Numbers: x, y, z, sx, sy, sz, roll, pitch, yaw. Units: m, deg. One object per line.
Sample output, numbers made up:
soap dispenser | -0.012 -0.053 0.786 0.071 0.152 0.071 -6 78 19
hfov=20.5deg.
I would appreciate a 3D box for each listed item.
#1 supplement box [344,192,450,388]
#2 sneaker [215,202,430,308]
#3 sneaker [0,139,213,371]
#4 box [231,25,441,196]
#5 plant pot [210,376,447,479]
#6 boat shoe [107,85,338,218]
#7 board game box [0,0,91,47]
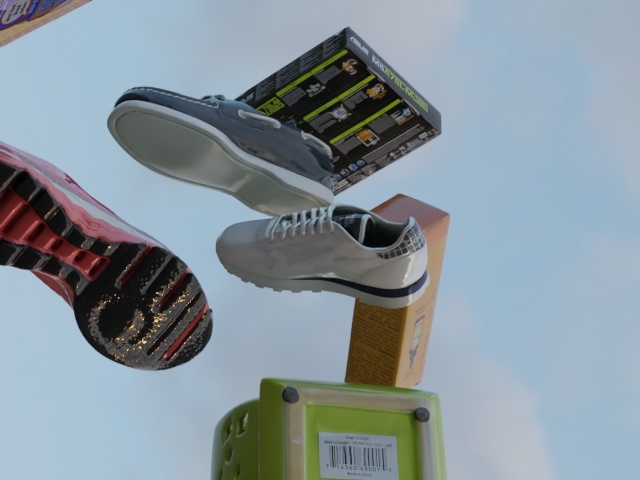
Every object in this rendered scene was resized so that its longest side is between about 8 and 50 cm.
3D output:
supplement box | 0.086 0.069 2.040 0.080 0.078 0.233 22 -58 28
sneaker | 0.000 0.000 1.849 0.235 0.090 0.094 6 -44 17
sneaker | -0.216 -0.006 1.591 0.116 0.314 0.136 -44 -150 11
box | 0.019 -0.149 2.148 0.191 0.184 0.045 -30 -144 30
plant pot | 0.015 0.264 1.838 0.207 0.228 0.227 119 -26 -58
boat shoe | -0.108 -0.111 1.997 0.114 0.303 0.091 -23 -128 40
board game box | -0.376 -0.381 1.532 0.356 0.356 0.356 56 -14 15
